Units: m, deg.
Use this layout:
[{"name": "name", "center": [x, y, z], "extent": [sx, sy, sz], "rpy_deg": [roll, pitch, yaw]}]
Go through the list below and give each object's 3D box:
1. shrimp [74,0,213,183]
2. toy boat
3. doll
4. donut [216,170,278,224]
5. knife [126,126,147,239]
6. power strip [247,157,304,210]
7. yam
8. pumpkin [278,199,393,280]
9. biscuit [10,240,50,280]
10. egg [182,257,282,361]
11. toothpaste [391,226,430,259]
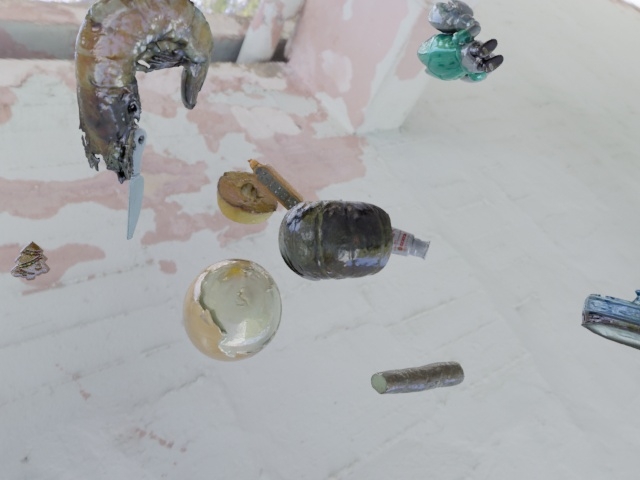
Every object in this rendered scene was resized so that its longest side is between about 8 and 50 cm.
[{"name": "shrimp", "center": [-0.284, -0.244, 0.892], "extent": [0.233, 0.365, 0.071], "rpy_deg": [-21, -122, -32]}, {"name": "toy boat", "center": [0.351, 0.084, 0.589], "extent": [0.060, 0.137, 0.061], "rpy_deg": [47, -109, -23]}, {"name": "doll", "center": [0.322, -0.409, 1.189], "extent": [0.153, 0.195, 0.258], "rpy_deg": [-32, -128, -5]}, {"name": "donut", "center": [-0.187, -0.106, 1.362], "extent": [0.162, 0.065, 0.178], "rpy_deg": [19, -146, -7]}, {"name": "knife", "center": [-0.485, -0.148, 1.403], "extent": [0.044, 0.331, 0.080], "rpy_deg": [19, -144, 6]}, {"name": "power strip", "center": [-0.112, -0.137, 1.320], "extent": [0.178, 0.049, 0.028], "rpy_deg": [44, -161, -7]}, {"name": "yam", "center": [0.210, 0.291, 1.134], "extent": [0.274, 0.061, 0.061], "rpy_deg": [6, -133, -44]}, {"name": "pumpkin", "center": [0.000, 0.000, 0.766], "extent": [0.108, 0.183, 0.119], "rpy_deg": [-9, -88, -44]}, {"name": "biscuit", "center": [-0.638, 0.046, 1.188], "extent": [0.016, 0.092, 0.082], "rpy_deg": [28, -161, 37]}, {"name": "egg", "center": [-0.183, 0.147, 1.100], "extent": [0.201, 0.244, 0.201], "rpy_deg": [10, -116, -20]}, {"name": "toothpaste", "center": [0.154, -0.007, 1.341], "extent": [0.234, 0.057, 0.089], "rpy_deg": [16, -106, 14]}]
